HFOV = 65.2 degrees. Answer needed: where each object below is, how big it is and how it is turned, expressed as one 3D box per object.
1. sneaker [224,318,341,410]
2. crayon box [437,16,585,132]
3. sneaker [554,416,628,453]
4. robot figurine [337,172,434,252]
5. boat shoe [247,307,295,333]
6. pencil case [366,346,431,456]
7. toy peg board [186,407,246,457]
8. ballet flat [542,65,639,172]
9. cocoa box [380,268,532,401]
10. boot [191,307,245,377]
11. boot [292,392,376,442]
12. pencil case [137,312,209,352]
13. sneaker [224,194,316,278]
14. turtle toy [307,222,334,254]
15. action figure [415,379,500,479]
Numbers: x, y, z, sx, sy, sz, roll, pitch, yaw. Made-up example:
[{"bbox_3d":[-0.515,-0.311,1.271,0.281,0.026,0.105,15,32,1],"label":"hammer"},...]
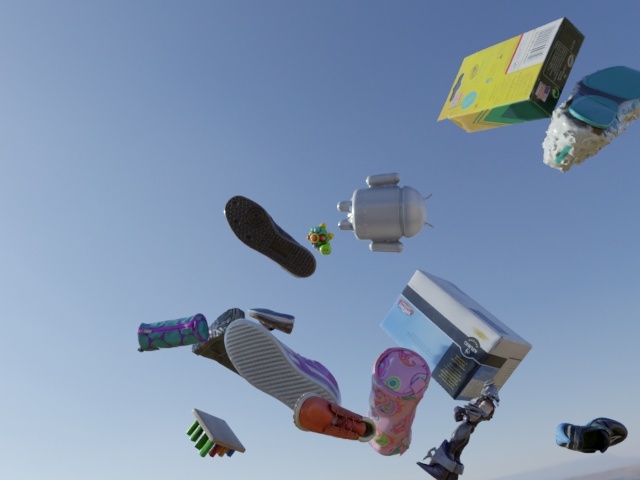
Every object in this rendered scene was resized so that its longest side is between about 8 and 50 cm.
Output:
[{"bbox_3d":[-0.074,0.266,1.055,0.102,0.282,0.161,-49,-6,6],"label":"sneaker"},{"bbox_3d":[0.432,-0.372,1.181,0.081,0.202,0.318,28,-6,-23],"label":"crayon box"},{"bbox_3d":[0.576,0.414,1.043,0.188,0.067,0.078,6,0,-26],"label":"sneaker"},{"bbox_3d":[0.244,-0.101,1.882,0.353,0.300,0.200,-3,8,13],"label":"robot figurine"},{"bbox_3d":[-0.172,0.271,1.674,0.183,0.066,0.066,9,5,31],"label":"boat shoe"},{"bbox_3d":[0.160,0.354,1.074,0.124,0.124,0.284,-6,-48,-9],"label":"pencil case"},{"bbox_3d":[-0.358,0.657,1.663,0.079,0.161,0.160,-51,-46,-6],"label":"toy peg board"},{"bbox_3d":[0.558,-0.252,1.030,0.409,0.147,0.147,-32,-14,-37],"label":"ballet flat"},{"bbox_3d":[0.403,0.291,1.525,0.231,0.347,0.228,21,-75,-44],"label":"cocoa box"},{"bbox_3d":[-0.171,0.257,1.173,0.208,0.076,0.189,38,-55,-23],"label":"boot"},{"bbox_3d":[0.025,0.282,0.788,0.084,0.059,0.158,-1,-25,39],"label":"boot"},{"bbox_3d":[-0.315,0.197,1.067,0.151,0.064,0.070,-12,-29,14],"label":"pencil case"},{"bbox_3d":[-0.088,0.001,0.855,0.066,0.188,0.071,-47,-3,-6],"label":"sneaker"},{"bbox_3d":[0.000,0.000,1.904,0.095,0.130,0.066,-46,-18,27],"label":"turtle toy"},{"bbox_3d":[0.359,0.465,1.243,0.285,0.099,0.185,-53,-33,-12],"label":"action figure"}]
